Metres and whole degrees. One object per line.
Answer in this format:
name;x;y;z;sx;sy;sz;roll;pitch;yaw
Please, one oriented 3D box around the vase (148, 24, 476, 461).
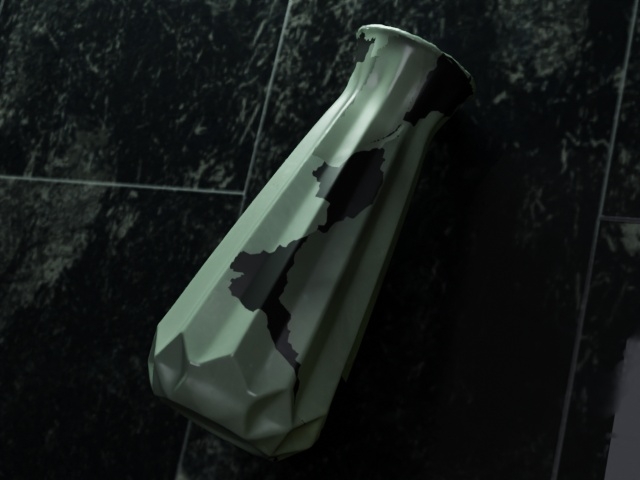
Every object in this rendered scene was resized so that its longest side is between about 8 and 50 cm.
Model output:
vase;0.000;0.000;1.349;0.165;0.165;0.360;22;76;29
